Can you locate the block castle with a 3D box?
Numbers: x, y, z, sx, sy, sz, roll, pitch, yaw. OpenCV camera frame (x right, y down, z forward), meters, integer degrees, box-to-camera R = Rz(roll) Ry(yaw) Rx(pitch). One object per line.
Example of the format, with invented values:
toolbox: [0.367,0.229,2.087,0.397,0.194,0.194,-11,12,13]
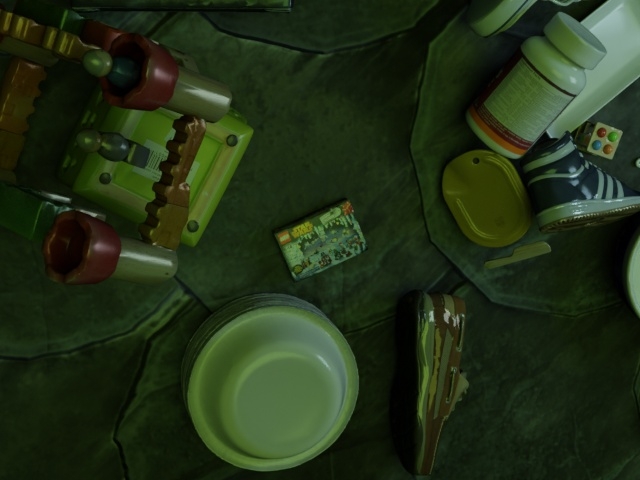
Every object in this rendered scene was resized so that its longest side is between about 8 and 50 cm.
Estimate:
block castle: [-0.352,-0.143,1.298,0.213,0.453,0.303,15,96,-50]

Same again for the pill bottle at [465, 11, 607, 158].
pill bottle: [0.342,-0.245,1.639,0.121,0.121,0.221,28,119,-19]

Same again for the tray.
tray: [0.457,-0.302,1.746,0.270,0.030,0.145,-39,110,-4]

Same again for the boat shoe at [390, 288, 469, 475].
boat shoe: [0.196,0.243,1.757,0.120,0.122,0.324,-1,104,-18]

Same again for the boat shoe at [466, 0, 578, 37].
boat shoe: [0.392,-0.437,1.653,0.156,0.136,0.367,42,80,-23]

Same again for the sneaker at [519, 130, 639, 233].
sneaker: [0.444,-0.102,1.739,0.282,0.099,0.153,-7,73,-43]

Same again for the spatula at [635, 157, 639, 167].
spatula: [0.681,-0.114,1.860,0.242,0.019,0.168,-15,108,-8]

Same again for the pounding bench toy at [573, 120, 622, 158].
pounding bench toy: [0.487,-0.169,1.766,0.083,0.065,0.052,17,98,-18]

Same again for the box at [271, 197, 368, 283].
box: [0.000,0.000,1.694,0.137,0.027,0.094,-25,107,-8]

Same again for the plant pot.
plant pot: [-0.237,-0.127,1.506,0.228,0.207,0.227,26,94,-20]

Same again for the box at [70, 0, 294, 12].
box: [-0.182,-0.509,1.398,0.294,0.212,0.395,-1,103,-1]

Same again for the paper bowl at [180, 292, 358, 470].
paper bowl: [-0.076,0.237,1.667,0.284,0.148,0.284,-3,102,-15]

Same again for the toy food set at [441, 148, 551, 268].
toy food set: [0.290,-0.063,1.743,0.128,0.071,0.217,-24,107,16]

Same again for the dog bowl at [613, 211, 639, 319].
dog bowl: [0.655,0.048,1.807,0.265,0.104,0.264,0,101,1]
